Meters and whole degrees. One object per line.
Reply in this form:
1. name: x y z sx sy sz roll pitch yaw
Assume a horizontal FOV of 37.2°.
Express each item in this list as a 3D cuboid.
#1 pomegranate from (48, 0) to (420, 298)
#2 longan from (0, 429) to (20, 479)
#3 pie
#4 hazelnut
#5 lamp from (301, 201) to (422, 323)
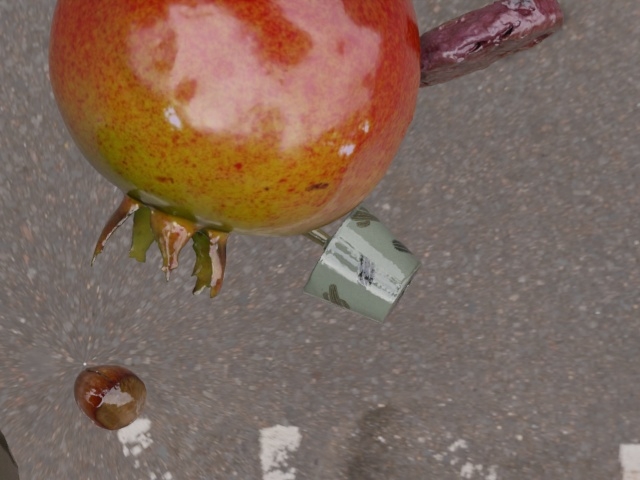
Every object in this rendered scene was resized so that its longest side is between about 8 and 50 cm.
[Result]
1. pomegranate: -0.052 -0.086 0.574 0.221 0.221 0.256 21 99 -11
2. longan: -0.394 0.248 0.626 0.404 0.404 0.436 25 46 -10
3. pie: 0.109 -0.147 0.715 0.153 0.153 0.038 -21 92 -16
4. hazelnut: -0.246 0.179 1.107 0.086 0.086 0.086 2 82 -14
5. lamp: 0.000 0.000 1.033 0.215 0.121 0.121 31 76 9
